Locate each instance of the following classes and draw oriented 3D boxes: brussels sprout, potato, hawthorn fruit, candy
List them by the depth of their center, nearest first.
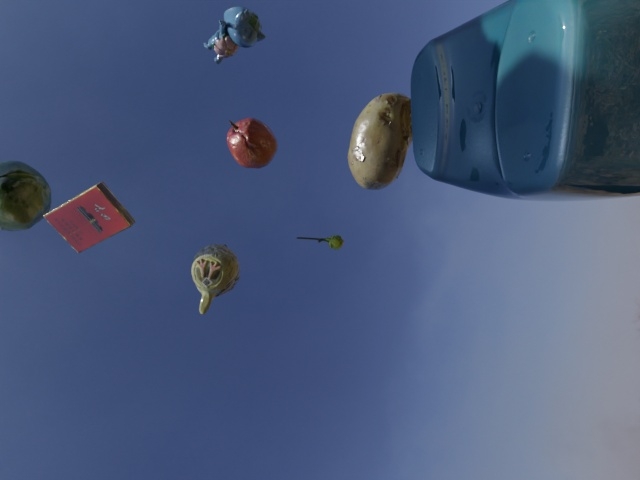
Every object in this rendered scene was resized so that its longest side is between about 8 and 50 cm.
[{"bbox_3d":[-0.626,-0.087,0.826,0.118,0.155,0.154,-12,-75,-37],"label":"brussels sprout"},{"bbox_3d":[0.000,0.000,0.944,0.123,0.035,0.035,7,-48,-27],"label":"candy"},{"bbox_3d":[0.160,-0.265,1.067,0.165,0.165,0.262,19,-85,-49],"label":"potato"},{"bbox_3d":[-0.257,-0.363,1.447,0.200,0.179,0.179,47,-119,-42],"label":"hawthorn fruit"}]

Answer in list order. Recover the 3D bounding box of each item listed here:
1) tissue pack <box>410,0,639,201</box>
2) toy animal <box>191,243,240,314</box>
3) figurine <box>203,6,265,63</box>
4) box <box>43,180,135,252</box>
[{"bbox_3d":[0.238,-0.144,0.414,0.206,0.287,0.198,-6,-77,-10],"label":"tissue pack"},{"bbox_3d":[-0.206,0.073,0.792,0.098,0.098,0.137,7,-85,-50],"label":"toy animal"},{"bbox_3d":[-0.245,-0.586,1.121,0.114,0.178,0.144,39,-143,-41],"label":"figurine"},{"bbox_3d":[-0.416,-0.040,0.721,0.090,0.134,0.023,60,-163,-26],"label":"box"}]
